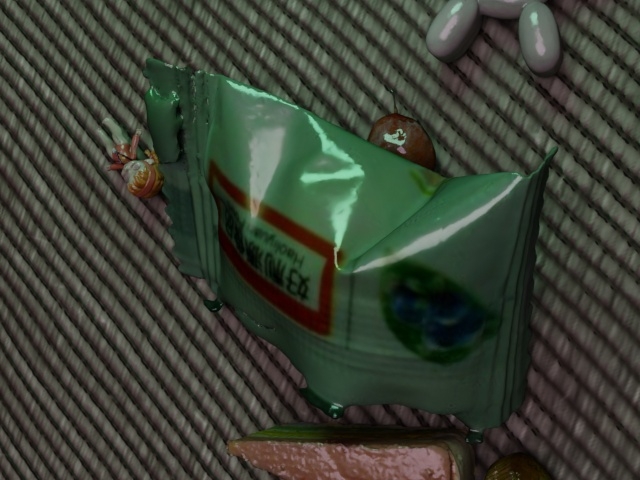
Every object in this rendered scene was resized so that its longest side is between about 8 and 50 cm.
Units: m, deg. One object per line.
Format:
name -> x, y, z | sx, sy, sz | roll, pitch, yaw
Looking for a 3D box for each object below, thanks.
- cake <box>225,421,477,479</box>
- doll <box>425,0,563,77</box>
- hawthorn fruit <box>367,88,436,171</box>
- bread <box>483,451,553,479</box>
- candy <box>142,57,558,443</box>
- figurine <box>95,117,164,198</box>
cake -> 0.036, 0.196, 0.792 | 0.225, 0.109, 0.090 | 17, 96, 20
doll -> 0.183, -0.233, 0.769 | 0.161, 0.059, 0.160 | 12, 95, 21
hawthorn fruit -> 0.076, -0.102, 0.810 | 0.067, 0.067, 0.103 | -5, 74, 21
bread -> 0.184, 0.229, 0.749 | 0.053, 0.085, 0.085 | -31, 79, 24
candy -> 0.003, -0.003, 0.772 | 0.398, 0.172, 0.263 | 23, 121, 28
figurine -> -0.208, -0.091, 0.925 | 0.064, 0.047, 0.109 | -50, 64, 21
